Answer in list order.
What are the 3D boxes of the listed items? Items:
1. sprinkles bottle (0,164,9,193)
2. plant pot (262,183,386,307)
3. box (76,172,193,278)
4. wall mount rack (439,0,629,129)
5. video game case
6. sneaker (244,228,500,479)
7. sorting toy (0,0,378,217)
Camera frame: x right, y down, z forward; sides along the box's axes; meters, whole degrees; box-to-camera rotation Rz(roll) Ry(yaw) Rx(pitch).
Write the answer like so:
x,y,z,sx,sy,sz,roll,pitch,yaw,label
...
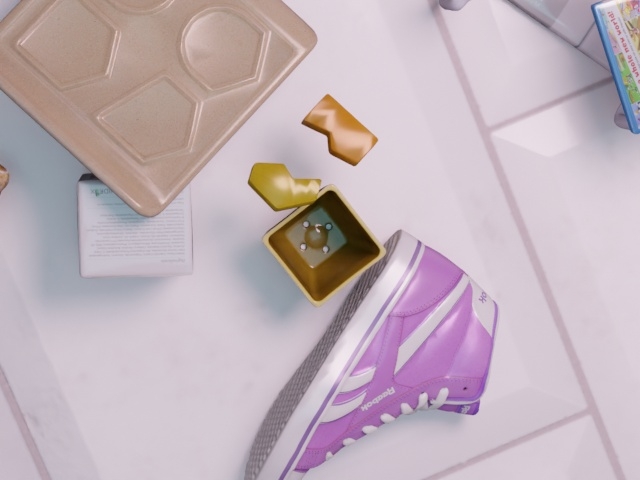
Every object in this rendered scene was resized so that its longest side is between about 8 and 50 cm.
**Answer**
x,y,z,sx,sy,sz,roll,pitch,yaw,label
-0.383,0.085,1.498,0.121,0.121,0.355,19,94,-7,sprinkles bottle
0.000,0.000,1.543,0.081,0.083,0.081,-38,98,0,plant pot
-0.164,-0.015,1.517,0.102,0.101,0.087,-1,96,-6,box
0.276,-0.278,1.516,0.350,0.130,0.304,32,92,-9,wall mount rack
0.329,-0.175,1.471,0.166,0.015,0.119,-20,101,-1,video game case
0.058,0.149,1.559,0.161,0.102,0.282,36,92,-11,sneaker
-0.115,-0.133,1.475,0.307,0.041,0.229,42,77,-1,sorting toy
